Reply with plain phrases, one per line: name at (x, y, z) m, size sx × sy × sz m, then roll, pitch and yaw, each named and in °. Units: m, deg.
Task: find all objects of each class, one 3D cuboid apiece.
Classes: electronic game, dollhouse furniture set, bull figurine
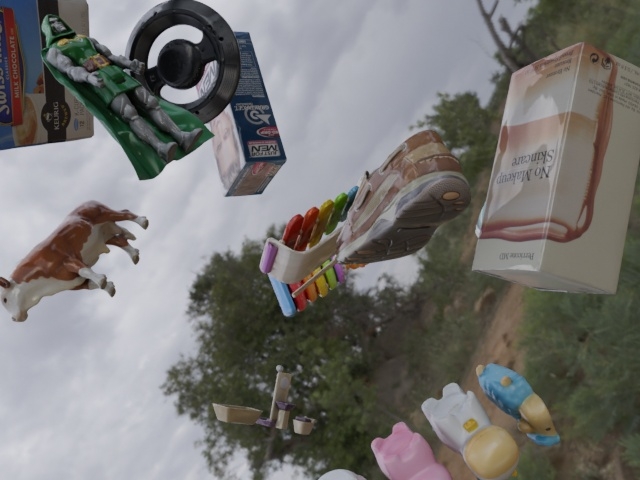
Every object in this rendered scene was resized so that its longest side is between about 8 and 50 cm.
electronic game at (-0.253, -0.320, 1.146) m, size 0.229 × 0.229 × 0.048 m, roll -67°, pitch -11°, yaw 13°
dollhouse furniture set at (-0.072, 0.203, 0.826) m, size 0.114 × 0.091 × 0.081 m, roll 23°, pitch -106°, yaw -46°
bull figurine at (-0.467, 0.034, 1.206) m, size 0.101 × 0.188 × 0.310 m, roll 103°, pitch -175°, yaw -46°

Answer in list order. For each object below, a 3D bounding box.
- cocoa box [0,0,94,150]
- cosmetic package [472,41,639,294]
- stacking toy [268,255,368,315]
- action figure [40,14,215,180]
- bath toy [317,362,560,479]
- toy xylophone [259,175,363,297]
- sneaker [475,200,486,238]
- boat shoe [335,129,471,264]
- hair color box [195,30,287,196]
cocoa box at (-0.579, -0.287, 1.019) m, size 0.228 × 0.347 × 0.231 m, roll -27°, pitch -54°, yaw -58°
cosmetic package at (0.319, -0.086, 0.841) m, size 0.153 × 0.129 × 0.296 m, roll 171°, pitch 113°, yaw -69°
stacking toy at (0.012, 0.086, 1.765) m, size 0.302 × 0.166 × 0.175 m, roll -21°, pitch -9°, yaw -7°
action figure at (-0.248, -0.184, 0.751) m, size 0.063 × 0.232 × 0.137 m, roll -51°, pitch -4°, yaw 39°
bath toy at (0.152, 0.318, 0.861) m, size 0.348 × 0.129 × 0.151 m, roll -31°, pitch 13°, yaw -7°
toy xylophone at (0.000, 0.000, 1.402) m, size 0.322 × 0.081 × 0.236 m, roll -32°, pitch -22°, yaw -41°
sneaker at (0.428, -0.033, 1.482) m, size 0.275 × 0.107 × 0.110 m, roll -101°, pitch 17°, yaw -72°
boat shoe at (0.108, -0.051, 0.929) m, size 0.324 × 0.123 × 0.116 m, roll 137°, pitch 127°, yaw -58°
hair color box at (-0.197, -0.295, 1.473) m, size 0.105 × 0.347 × 0.174 m, roll -8°, pitch -19°, yaw -28°
